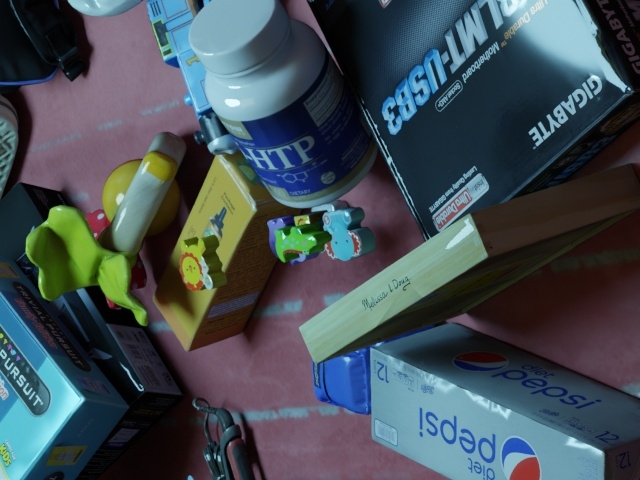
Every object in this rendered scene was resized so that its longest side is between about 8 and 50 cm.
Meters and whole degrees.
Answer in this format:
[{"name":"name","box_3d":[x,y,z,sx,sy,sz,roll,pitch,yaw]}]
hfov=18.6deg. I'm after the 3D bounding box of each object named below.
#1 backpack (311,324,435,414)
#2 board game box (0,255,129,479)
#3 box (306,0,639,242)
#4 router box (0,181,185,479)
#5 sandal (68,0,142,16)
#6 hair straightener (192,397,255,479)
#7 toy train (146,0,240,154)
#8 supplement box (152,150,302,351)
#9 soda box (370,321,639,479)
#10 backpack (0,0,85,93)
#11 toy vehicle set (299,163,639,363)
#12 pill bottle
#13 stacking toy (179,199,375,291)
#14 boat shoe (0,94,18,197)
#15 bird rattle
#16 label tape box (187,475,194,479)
[{"name":"backpack","box_3d":[0.039,0.106,1.753,0.120,0.101,0.098,18,111,55]},{"name":"board game box","box_3d":[-0.388,0.219,2.112,0.336,0.079,0.254,-52,56,14]},{"name":"box","box_3d":[0.121,-0.177,1.550,0.295,0.073,0.293,-43,67,53]},{"name":"router box","box_3d":[-0.324,0.129,2.192,0.243,0.081,0.309,-43,64,19]},{"name":"sandal","box_3d":[-0.085,-0.328,1.755,0.416,0.102,0.169,-22,70,42]},{"name":"hair straightener","box_3d":[-0.095,0.274,2.048,0.089,0.047,0.230,-17,95,56]},{"name":"toy train","box_3d":[-0.087,-0.163,1.813,0.105,0.080,0.184,-24,79,23]},{"name":"supplement box","box_3d":[-0.089,0.006,1.912,0.078,0.080,0.233,56,143,24]},{"name":"soda box","box_3d":[0.165,0.155,1.594,0.286,0.098,0.091,21,119,49]},{"name":"backpack","box_3d":[-0.411,-0.294,2.110,0.213,0.276,0.263,4,93,53]},{"name":"toy vehicle set","box_3d":[0.116,0.022,1.549,0.267,0.166,0.035,-36,74,54]},{"name":"pill bottle","box_3d":[-0.035,-0.126,1.681,0.112,0.112,0.187,29,160,46]},{"name":"stacking toy","box_3d":[0.000,0.000,1.703,0.221,0.167,0.052,-7,97,55]},{"name":"boat shoe","box_3d":[-0.504,-0.034,2.398,0.156,0.187,0.500,58,138,30]},{"name":"bird rattle","box_3d":[-0.188,-0.013,1.986,0.143,0.253,0.207,32,100,3]},{"name":"label tape box","box_3d":[-0.011,0.412,1.926,0.347,0.115,0.249,44,136,35]}]
